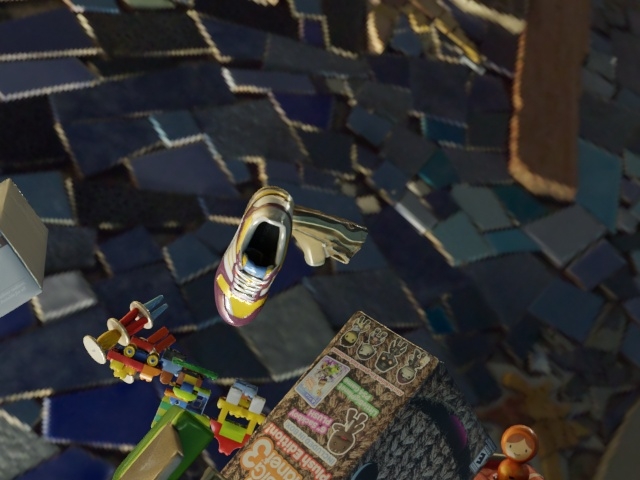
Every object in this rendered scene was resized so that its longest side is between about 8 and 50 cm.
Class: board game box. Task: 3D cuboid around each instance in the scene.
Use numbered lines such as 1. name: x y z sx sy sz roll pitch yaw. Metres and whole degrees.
1. board game box: 0.044 0.278 1.230 0.291 0.141 0.232 -49 137 -13

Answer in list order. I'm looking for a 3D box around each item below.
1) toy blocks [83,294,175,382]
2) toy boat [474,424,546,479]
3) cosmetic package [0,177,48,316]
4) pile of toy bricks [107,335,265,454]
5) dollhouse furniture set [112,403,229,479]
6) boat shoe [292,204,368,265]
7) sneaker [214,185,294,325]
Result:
1. toy blocks: -0.285 0.150 1.638 0.148 0.123 0.054 -38 139 -33
2. toy boat: 0.310 0.368 1.625 0.231 0.151 0.151 -144 -117 -76
3. cosmetic package: -0.424 0.018 1.292 0.127 0.107 0.238 -30 -155 0
4. pile of toy bricks: -0.182 0.210 1.317 0.118 0.212 0.105 -148 -99 -85
5. dollhouse furniture set: -0.055 0.301 0.798 0.197 0.301 0.151 -49 -169 -4
6. boat shoe: 0.000 0.000 1.358 0.190 0.068 0.072 16 96 -54
7. sneaker: -0.081 0.031 1.168 0.084 0.069 0.186 -87 -167 -63
